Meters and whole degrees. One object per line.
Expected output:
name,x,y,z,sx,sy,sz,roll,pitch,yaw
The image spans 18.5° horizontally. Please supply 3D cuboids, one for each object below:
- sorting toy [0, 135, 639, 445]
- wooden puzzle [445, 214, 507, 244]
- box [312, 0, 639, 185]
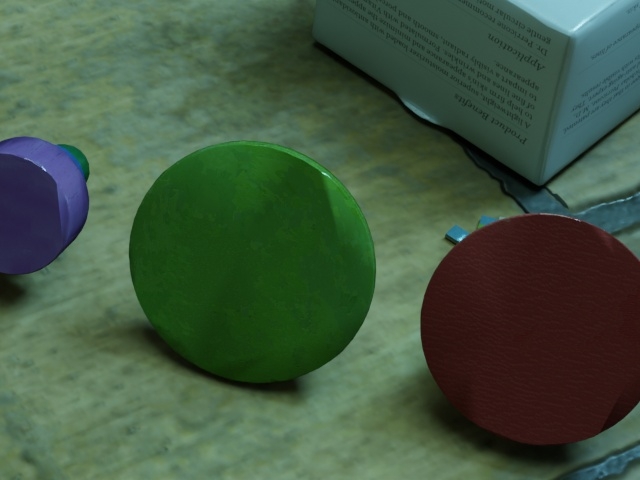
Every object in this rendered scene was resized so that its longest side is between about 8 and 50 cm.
sorting toy,0.000,0.000,1.034,0.365,0.127,0.126,12,20,8
wooden puzzle,0.109,0.009,1.088,0.083,0.006,0.049,15,46,6
box,0.122,-0.157,1.171,0.181,0.119,0.182,36,51,24
